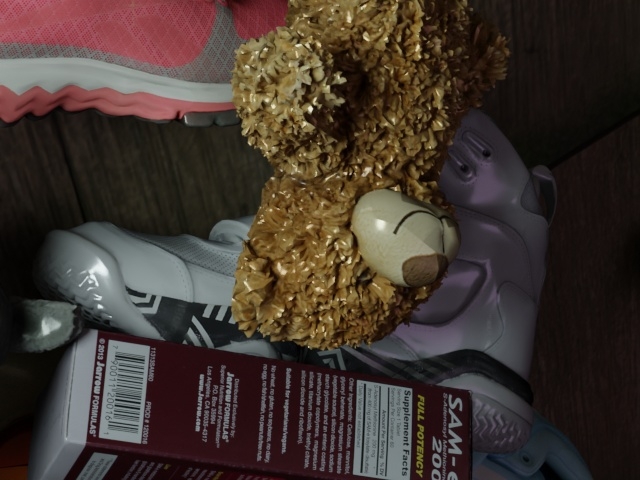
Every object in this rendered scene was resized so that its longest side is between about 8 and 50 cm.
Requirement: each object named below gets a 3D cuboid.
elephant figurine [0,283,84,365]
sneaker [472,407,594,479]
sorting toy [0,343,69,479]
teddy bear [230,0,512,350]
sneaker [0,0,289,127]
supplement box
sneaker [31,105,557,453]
[{"bbox_3d":[-0.265,-0.010,0.969,0.186,0.169,0.239,-49,131,-51],"label":"elephant figurine"},{"bbox_3d":[0.095,0.153,1.399,0.366,0.150,0.135,18,103,-47],"label":"sneaker"},{"bbox_3d":[-0.102,0.200,1.221,0.307,0.041,0.229,18,105,-14],"label":"sorting toy"},{"bbox_3d":[0.038,-0.102,1.075,0.245,0.113,0.338,45,56,-64],"label":"teddy bear"},{"bbox_3d":[-0.119,-0.139,1.031,0.313,0.116,0.136,-7,117,-42],"label":"sneaker"},{"bbox_3d":[-0.043,0.122,1.123,0.239,0.073,0.130,11,154,-15],"label":"supplement box"},{"bbox_3d":[0.000,0.000,1.223,0.365,0.137,0.210,19,82,-27],"label":"sneaker"}]
